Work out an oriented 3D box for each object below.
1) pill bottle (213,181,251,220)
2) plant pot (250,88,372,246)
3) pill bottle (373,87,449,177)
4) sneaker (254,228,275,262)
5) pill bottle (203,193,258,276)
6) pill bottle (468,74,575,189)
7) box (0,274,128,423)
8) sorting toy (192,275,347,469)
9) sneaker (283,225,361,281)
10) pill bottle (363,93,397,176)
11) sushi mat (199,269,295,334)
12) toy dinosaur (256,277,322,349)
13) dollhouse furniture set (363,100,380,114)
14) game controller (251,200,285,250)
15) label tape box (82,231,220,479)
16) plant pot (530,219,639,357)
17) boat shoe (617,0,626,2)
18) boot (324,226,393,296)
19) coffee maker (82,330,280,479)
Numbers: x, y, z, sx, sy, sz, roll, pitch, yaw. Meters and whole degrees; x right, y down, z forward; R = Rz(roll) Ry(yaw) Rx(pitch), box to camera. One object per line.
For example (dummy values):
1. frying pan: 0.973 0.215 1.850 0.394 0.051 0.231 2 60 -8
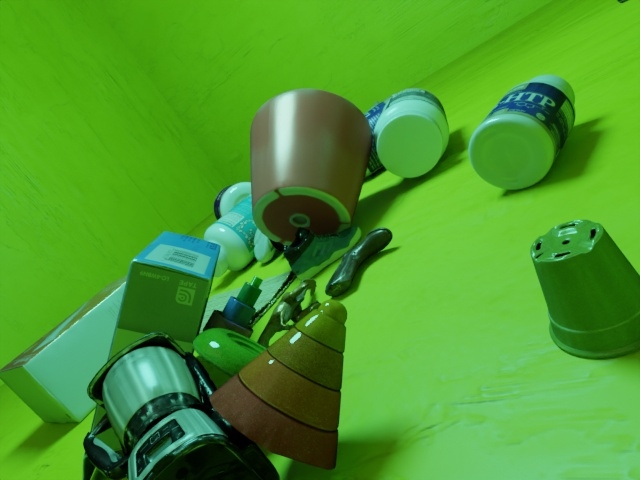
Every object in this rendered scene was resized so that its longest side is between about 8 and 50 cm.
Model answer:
1. pill bottle: -0.301 -0.122 1.669 0.181 0.181 0.323 -39 16 -13
2. plant pot: -0.029 -0.133 0.936 0.275 0.275 0.243 -24 46 35
3. pill bottle: 0.206 -0.246 1.011 0.162 0.162 0.278 -28 17 24
4. sneaker: -0.096 -0.038 1.174 0.091 0.126 0.240 -33 43 48
5. pill bottle: -0.219 -0.015 1.237 0.146 0.146 0.264 -17 24 49
6. pill bottle: 0.303 -0.167 0.652 0.112 0.112 0.186 -16 24 51
7. box: -0.535 0.243 1.074 0.215 0.168 0.345 -20 21 39
8. sorting toy: -0.056 0.100 0.504 0.126 0.127 0.365 -61 20 -6
9. sneaker: 0.000 0.000 0.838 0.152 0.084 0.058 -36 15 -6
10. pill bottle: 0.141 -0.271 1.240 0.265 0.153 0.153 -33 15 7
11. sushi mat: -0.189 0.140 0.943 0.316 0.019 0.151 -20 20 44
12. toy dinosaur: -0.041 0.093 0.685 0.112 0.064 0.211 -24 18 39
13. dollhouse furniture set: 0.170 -0.339 1.501 0.129 0.129 0.184 -47 -5 -36
14. game controller: -0.065 -0.109 1.156 0.067 0.166 0.319 -4 29 29
15. label tape box: -0.257 0.178 0.705 0.249 0.115 0.348 -136 60 -76
16. plant pot: 0.198 0.030 0.335 0.083 0.079 0.083 -33 15 10
17. boat shoe: 0.700 -0.484 0.750 0.355 0.130 0.132 -8 33 47
18. boot: 0.059 0.035 0.696 0.106 0.037 0.114 -40 6 37
19. coffee maker: -0.119 0.192 0.427 0.178 0.171 0.120 29 87 51
